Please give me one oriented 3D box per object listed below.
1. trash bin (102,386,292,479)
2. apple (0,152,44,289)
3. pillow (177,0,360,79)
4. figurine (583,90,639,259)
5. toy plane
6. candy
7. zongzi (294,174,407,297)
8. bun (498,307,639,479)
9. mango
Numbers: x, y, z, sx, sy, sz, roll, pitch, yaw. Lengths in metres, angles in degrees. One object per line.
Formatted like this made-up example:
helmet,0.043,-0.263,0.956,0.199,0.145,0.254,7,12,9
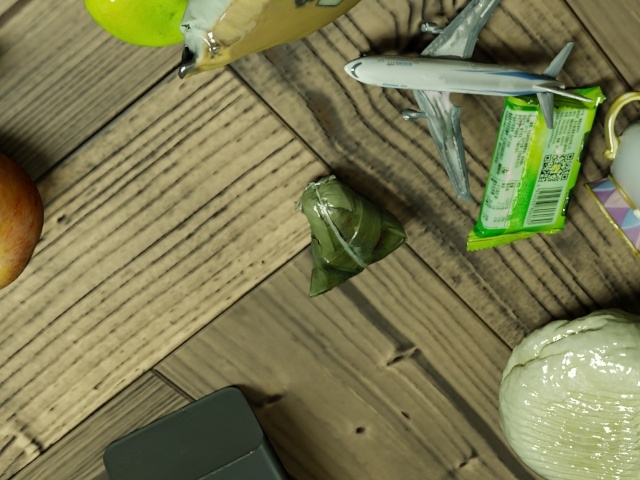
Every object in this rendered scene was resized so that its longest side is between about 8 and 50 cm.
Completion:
trash bin,-0.096,0.270,1.850,0.165,0.115,0.225,-26,133,-4
apple,-0.279,-0.012,1.525,0.126,0.102,0.126,-12,132,-14
pillow,0.031,-0.263,1.360,0.119,0.312,0.310,41,111,2
figurine,0.371,-0.093,1.742,0.263,0.142,0.189,-39,111,10
toy plane,0.120,-0.139,1.628,0.226,0.058,0.226,5,109,-19
candy,0.194,-0.066,1.753,0.102,0.032,0.178,-5,130,-19
zongzi,0.000,0.000,1.707,0.119,0.055,0.109,-37,133,24
bun,0.282,0.150,1.909,0.220,0.134,0.220,8,132,9
mango,-0.136,-0.185,1.476,0.073,0.056,0.108,-43,136,21
